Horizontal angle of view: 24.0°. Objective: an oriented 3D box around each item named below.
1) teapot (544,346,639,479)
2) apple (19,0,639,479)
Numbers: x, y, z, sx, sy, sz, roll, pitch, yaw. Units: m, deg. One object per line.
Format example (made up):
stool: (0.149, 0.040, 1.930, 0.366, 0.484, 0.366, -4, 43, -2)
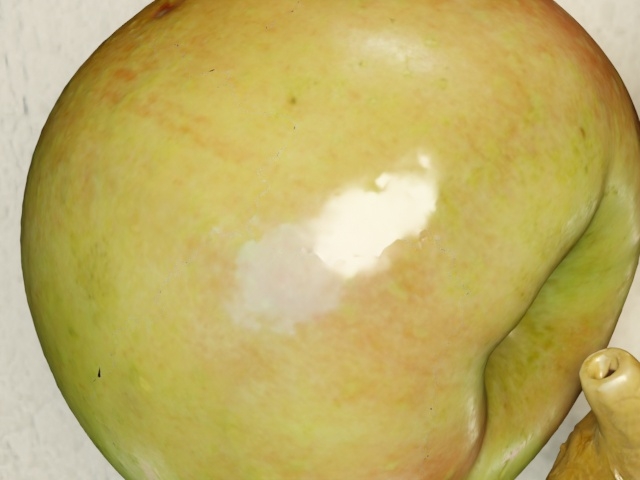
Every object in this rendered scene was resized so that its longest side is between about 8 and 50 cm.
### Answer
teapot: (0.208, 0.180, 0.741, 0.203, 0.167, 0.311, -26, 102, 20)
apple: (0.000, 0.000, 0.760, 0.277, 0.319, 0.319, 30, 108, 28)
